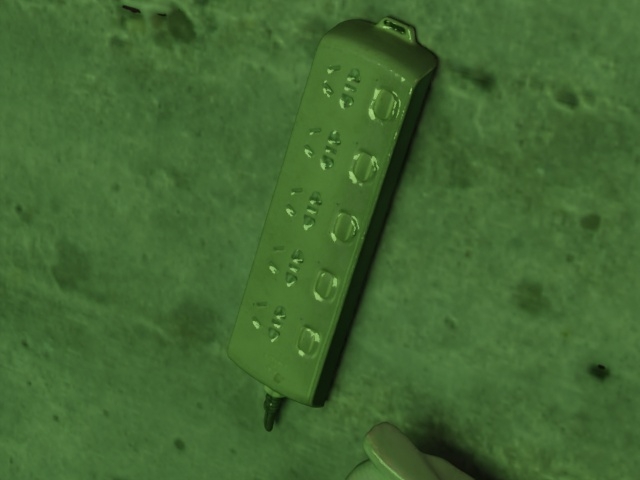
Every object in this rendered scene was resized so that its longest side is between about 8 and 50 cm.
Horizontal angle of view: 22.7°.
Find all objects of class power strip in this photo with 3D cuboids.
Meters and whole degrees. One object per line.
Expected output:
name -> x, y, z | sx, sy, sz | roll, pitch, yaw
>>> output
power strip -> 0.000, 0.000, 0.858 | 0.060, 0.027, 0.253 | 28, 116, 23

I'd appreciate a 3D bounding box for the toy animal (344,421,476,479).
toy animal -> -0.002, 0.233, 0.855 | 0.138, 0.140, 0.282 | 29, 122, -28
